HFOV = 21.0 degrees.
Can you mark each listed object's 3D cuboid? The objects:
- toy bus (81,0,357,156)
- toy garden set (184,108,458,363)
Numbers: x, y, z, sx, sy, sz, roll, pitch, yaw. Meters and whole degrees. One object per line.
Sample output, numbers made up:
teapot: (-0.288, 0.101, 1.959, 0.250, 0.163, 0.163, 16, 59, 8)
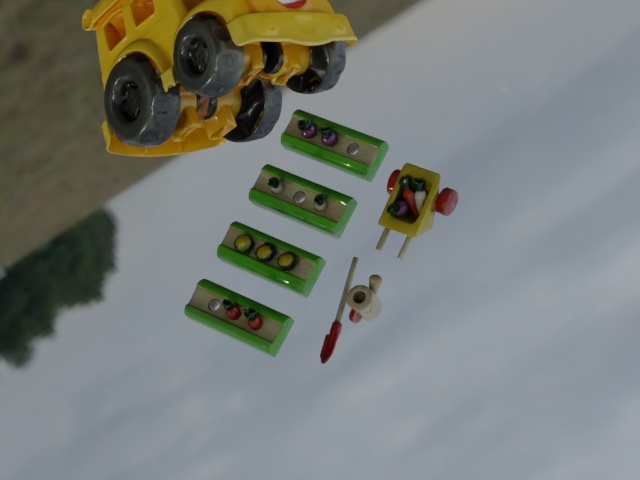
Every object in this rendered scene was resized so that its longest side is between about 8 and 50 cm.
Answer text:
toy bus: (-0.099, -0.198, 1.464, 0.149, 0.211, 0.220, -4, 162, -43)
toy garden set: (0.000, 0.000, 1.694, 0.244, 0.204, 0.049, -62, 152, -11)
